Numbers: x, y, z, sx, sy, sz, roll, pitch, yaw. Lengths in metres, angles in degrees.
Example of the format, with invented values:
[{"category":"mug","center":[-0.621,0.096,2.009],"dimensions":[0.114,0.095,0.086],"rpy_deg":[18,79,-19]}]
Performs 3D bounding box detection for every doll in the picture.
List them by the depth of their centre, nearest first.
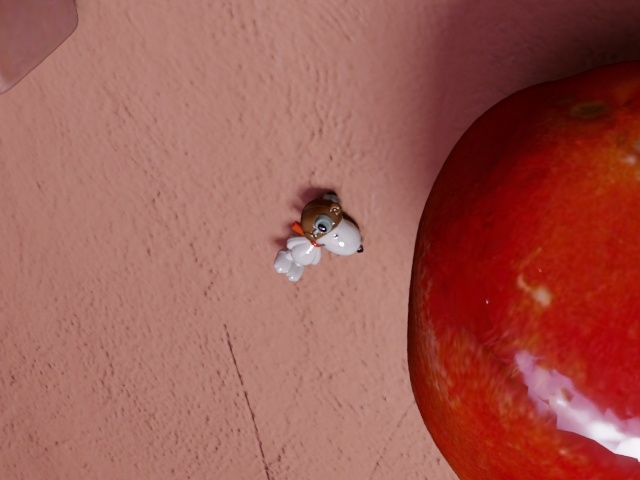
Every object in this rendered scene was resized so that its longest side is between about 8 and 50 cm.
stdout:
[{"category":"doll","center":[-0.006,-0.003,1.503],"dimensions":[0.085,0.040,0.058],"rpy_deg":[-17,126,38]}]

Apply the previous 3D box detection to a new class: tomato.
[{"category":"tomato","center":[0.210,0.051,1.241],"dimensions":[0.325,0.290,0.293],"rpy_deg":[29,156,2]}]

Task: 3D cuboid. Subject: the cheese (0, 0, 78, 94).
[{"category":"cheese","center":[-0.304,-0.225,1.441],"dimensions":[0.202,0.128,0.177],"rpy_deg":[12,129,27]}]
